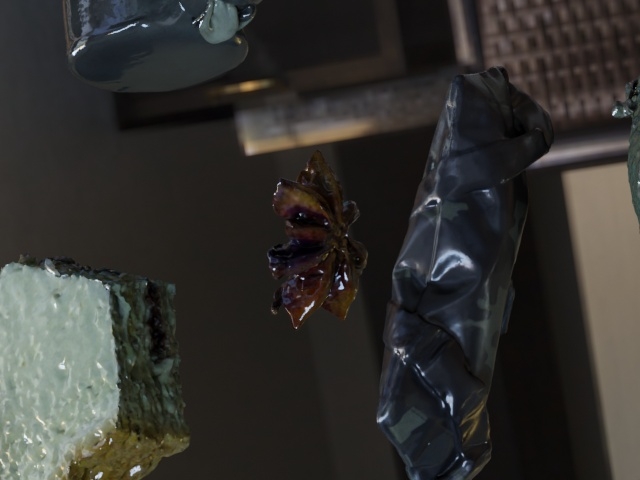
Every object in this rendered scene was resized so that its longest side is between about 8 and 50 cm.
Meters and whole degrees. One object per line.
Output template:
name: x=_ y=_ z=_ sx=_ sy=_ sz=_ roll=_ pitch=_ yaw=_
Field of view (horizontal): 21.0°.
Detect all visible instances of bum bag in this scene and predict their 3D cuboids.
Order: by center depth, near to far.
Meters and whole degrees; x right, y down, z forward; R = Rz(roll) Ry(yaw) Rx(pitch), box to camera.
bum bag: x=0.106 y=0.026 z=1.343 sx=0.095 sy=0.340 sz=0.144 roll=7 pitch=171 yaw=38

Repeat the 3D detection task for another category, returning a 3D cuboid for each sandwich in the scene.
sandwich: x=-0.263 y=0.156 z=1.704 sx=0.131 sy=0.262 sz=0.325 roll=12 pitch=125 yaw=-50

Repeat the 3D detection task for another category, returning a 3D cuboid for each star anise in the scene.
star anise: x=0.000 y=0.000 z=1.580 sx=0.057 sy=0.168 sz=0.168 roll=6 pitch=-166 yaw=33

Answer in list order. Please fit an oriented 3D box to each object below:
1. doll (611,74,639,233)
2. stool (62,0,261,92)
doll: x=0.411 y=-0.084 z=1.669 sx=0.247 sy=0.247 sz=0.349 roll=-9 pitch=-153 yaw=2
stool: x=-0.126 y=-0.216 z=1.488 sx=0.228 sy=0.139 sz=0.153 roll=-14 pitch=164 yaw=26
